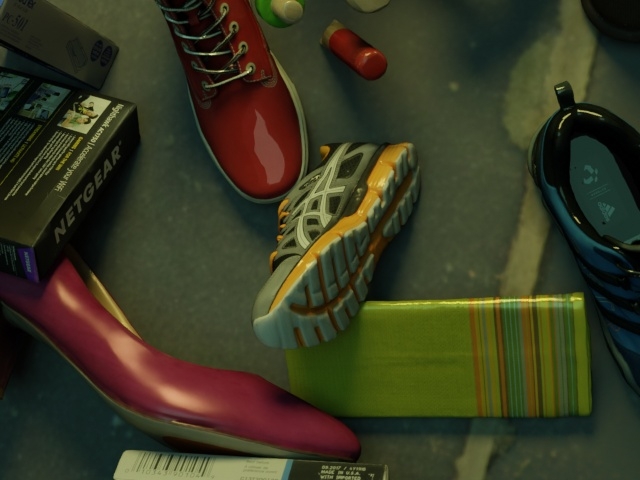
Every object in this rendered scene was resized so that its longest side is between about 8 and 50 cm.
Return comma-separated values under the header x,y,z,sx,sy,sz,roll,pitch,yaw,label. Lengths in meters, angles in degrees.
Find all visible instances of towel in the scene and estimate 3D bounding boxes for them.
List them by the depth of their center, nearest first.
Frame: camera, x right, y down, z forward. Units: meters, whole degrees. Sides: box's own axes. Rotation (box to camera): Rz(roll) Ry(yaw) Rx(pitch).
x,y,z,sx,sy,sz,roll,pitch,yaw,label
0.089,0.089,1.028,0.237,0.021,0.102,-2,112,12,towel

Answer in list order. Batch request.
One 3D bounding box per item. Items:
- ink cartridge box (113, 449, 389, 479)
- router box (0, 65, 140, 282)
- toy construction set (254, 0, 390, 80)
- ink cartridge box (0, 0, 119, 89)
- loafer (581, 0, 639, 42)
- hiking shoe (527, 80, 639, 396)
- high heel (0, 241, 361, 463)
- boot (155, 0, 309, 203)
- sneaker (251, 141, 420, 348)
x,y,z,sx,sy,sz,roll,pitch,yaw,label
-0.041,0.253,1.021,0.206,0.045,0.208,1,124,11,ink cartridge box
-0.244,-0.058,1.065,0.133,0.046,0.179,16,49,14,router box
0.024,-0.300,1.031,0.257,0.237,0.309,8,106,-16,toy construction set
-0.244,-0.175,1.043,0.097,0.207,0.046,25,91,13,ink cartridge box
0.250,-0.339,0.988,0.134,0.130,0.366,-4,85,12,loafer
0.241,0.032,0.961,0.113,0.132,0.304,-35,80,8,hiking shoe
-0.133,0.063,1.055,0.377,0.127,0.181,16,71,6,high heel
-0.086,-0.148,1.024,0.088,0.176,0.244,-21,83,8,boot
0.000,0.000,1.012,0.083,0.084,0.215,14,46,25,sneaker
